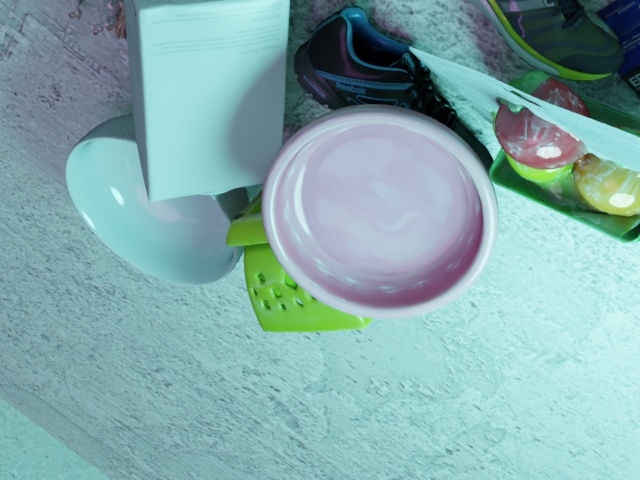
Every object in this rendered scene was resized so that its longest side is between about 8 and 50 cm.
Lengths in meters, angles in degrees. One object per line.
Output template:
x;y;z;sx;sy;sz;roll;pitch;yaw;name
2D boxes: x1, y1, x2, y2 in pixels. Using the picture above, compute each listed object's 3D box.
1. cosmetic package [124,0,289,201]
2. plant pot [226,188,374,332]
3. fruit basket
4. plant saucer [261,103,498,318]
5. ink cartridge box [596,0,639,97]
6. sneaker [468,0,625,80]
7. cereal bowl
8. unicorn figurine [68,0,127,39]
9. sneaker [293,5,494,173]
-0.167;-0.246;1.809;0.217;0.156;0.385;-8;142;-14;cosmetic package
0.000;0.000;1.985;0.228;0.227;0.207;-7;121;41;plant pot
0.313;-0.132;1.539;0.327;0.165;0.353;29;174;36;fruit basket
0.085;-0.047;1.747;0.332;0.084;0.332;5;121;8;plant saucer
0.498;-0.189;1.539;0.333;0.065;0.165;43;142;-11;ink cartridge box
0.261;-0.315;1.525;0.300;0.111;0.121;40;137;0;sneaker
-0.260;-0.088;2.135;0.339;0.141;0.339;20;141;17;cereal bowl
-0.368;-0.387;1.962;0.162;0.060;0.111;19;143;-8;unicorn figurine
0.120;-0.189;1.761;0.341;0.125;0.139;37;141;-5;sneaker
